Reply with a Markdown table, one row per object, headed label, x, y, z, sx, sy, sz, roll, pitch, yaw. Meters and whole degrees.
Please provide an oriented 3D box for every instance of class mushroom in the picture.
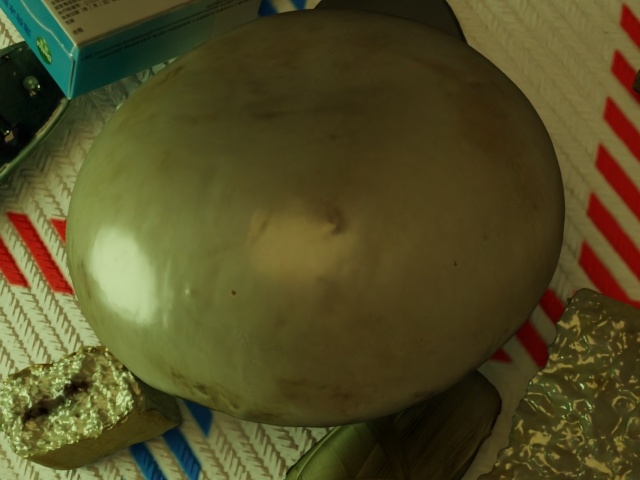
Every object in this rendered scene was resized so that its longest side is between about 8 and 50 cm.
| label | x | y | z | sx | sy | sz | roll | pitch | yaw |
| --- | --- | --- | --- | --- | --- | --- | --- | --- | --- |
| mushroom | 0.000 | 0.000 | 1.155 | 0.362 | 0.294 | 0.362 | -7 | 38 | 5 |

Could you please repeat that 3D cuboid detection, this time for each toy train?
| label | x | y | z | sx | sy | sz | roll | pitch | yaw |
| --- | --- | --- | --- | --- | --- | --- | --- | --- | --- |
| toy train | -0.366 | -0.025 | 1.338 | 0.407 | 0.088 | 0.086 | -44 | 111 | -5 |

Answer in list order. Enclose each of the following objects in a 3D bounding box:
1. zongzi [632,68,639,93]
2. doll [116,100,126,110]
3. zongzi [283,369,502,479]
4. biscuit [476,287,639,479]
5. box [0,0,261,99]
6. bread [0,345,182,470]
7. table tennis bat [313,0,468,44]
| label | x | y | z | sx | sy | sz | roll | pitch | yaw |
| --- | --- | --- | --- | --- | --- | --- | --- | --- | --- |
| zongzi | 0.301 | -0.137 | 1.254 | 0.076 | 0.040 | 0.083 | 32 | 64 | 13 |
| doll | -0.112 | -0.106 | 1.319 | 0.162 | 0.062 | 0.106 | -36 | 52 | 3 |
| zongzi | 0.052 | 0.159 | 1.128 | 0.099 | 0.197 | 0.194 | 45 | 83 | 4 |
| biscuit | 0.209 | 0.192 | 1.142 | 0.179 | 0.084 | 0.281 | 24 | 81 | 14 |
| box | -0.163 | -0.219 | 1.318 | 0.194 | 0.073 | 0.139 | -26 | 66 | -29 |
| bread | -0.185 | 0.130 | 1.240 | 0.125 | 0.106 | 0.082 | -21 | 75 | 10 |
| table tennis bat | 0.068 | -0.118 | 1.305 | 0.138 | 0.022 | 0.246 | -23 | 68 | 6 |
